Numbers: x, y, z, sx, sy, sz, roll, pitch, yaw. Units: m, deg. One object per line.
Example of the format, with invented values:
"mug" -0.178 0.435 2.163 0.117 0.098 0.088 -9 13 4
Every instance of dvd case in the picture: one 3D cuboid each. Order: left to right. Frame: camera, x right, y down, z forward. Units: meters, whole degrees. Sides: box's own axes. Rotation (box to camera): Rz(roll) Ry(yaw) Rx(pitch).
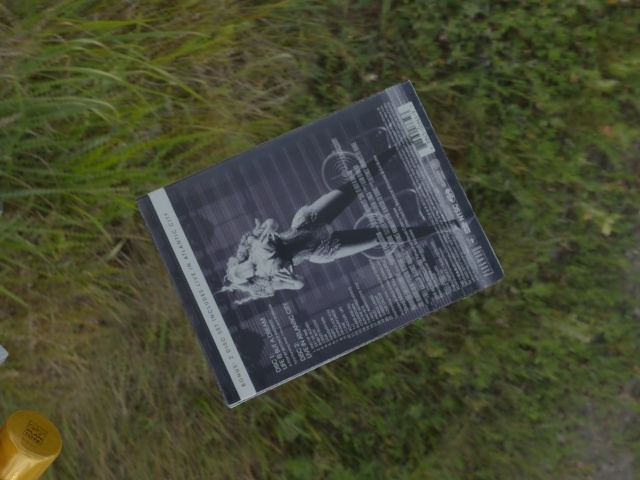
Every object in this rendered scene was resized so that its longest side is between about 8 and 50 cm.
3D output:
"dvd case" 0.000 0.000 0.811 0.221 0.018 0.165 -24 84 -7

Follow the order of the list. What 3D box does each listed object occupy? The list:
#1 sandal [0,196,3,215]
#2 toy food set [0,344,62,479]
"sandal" -0.360 0.039 0.875 0.302 0.120 0.086 -28 84 22
"toy food set" -0.284 0.095 0.707 0.232 0.111 0.104 43 114 2
